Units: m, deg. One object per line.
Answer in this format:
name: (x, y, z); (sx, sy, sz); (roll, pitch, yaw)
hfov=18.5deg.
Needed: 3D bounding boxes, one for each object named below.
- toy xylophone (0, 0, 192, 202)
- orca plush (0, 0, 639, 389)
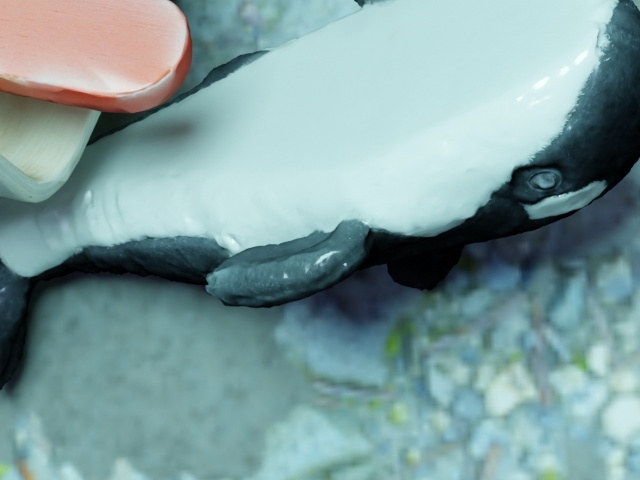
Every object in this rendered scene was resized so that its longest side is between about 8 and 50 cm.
toy xylophone: (-0.136, -0.149, 0.685); (0.236, 0.081, 0.323); (5, 63, 11)
orca plush: (0.000, 0.000, 0.673); (0.287, 0.151, 0.102); (-26, 124, 24)
